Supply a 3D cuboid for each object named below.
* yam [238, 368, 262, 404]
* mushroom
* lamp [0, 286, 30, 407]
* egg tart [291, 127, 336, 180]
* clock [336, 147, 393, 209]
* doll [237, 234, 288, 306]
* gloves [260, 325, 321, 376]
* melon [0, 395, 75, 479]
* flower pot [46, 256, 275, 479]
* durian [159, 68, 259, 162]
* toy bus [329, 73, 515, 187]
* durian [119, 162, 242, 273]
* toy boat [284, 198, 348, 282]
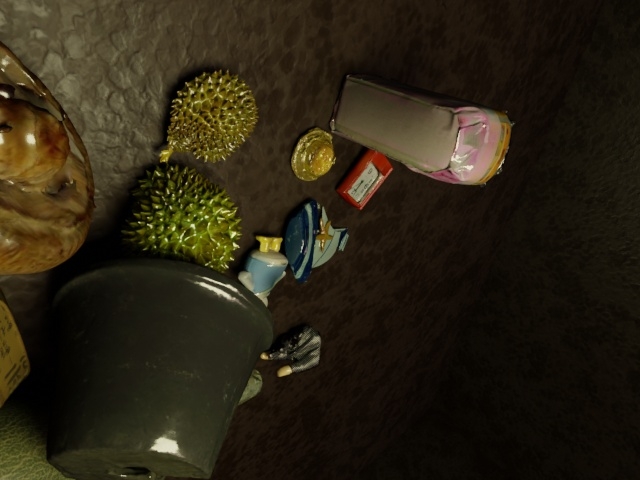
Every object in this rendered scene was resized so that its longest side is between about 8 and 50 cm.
[{"bbox_3d":[-0.261,0.361,0.996,0.133,0.133,0.330,-59,147,3],"label":"yam"},{"bbox_3d":[-0.367,-0.095,0.428,0.194,0.283,0.264,-4,81,-22],"label":"mushroom"},{"bbox_3d":[-0.497,0.148,0.543,0.161,0.161,0.185,-19,127,-40],"label":"lamp"},{"bbox_3d":[-0.009,-0.195,0.930,0.130,0.052,0.131,-26,132,-33],"label":"egg tart"},{"bbox_3d":[0.114,-0.170,1.086,0.155,0.061,0.113,-53,144,1],"label":"clock"},{"bbox_3d":[-0.148,0.105,0.957,0.135,0.098,0.241,-75,-171,-76],"label":"doll"},{"bbox_3d":[-0.094,0.326,1.205,0.180,0.106,0.129,3,116,-19],"label":"gloves"},{"bbox_3d":[-0.513,0.365,0.614,0.238,0.237,0.301,-60,148,5],"label":"melon"},{"bbox_3d":[-0.274,0.229,0.637,0.378,0.251,0.380,1,138,0],"label":"flower pot"},{"bbox_3d":[-0.189,-0.199,0.683,0.208,0.102,0.147,-40,147,-15],"label":"durian"},{"bbox_3d":[0.193,-0.237,0.856,0.162,0.386,0.171,-11,124,-39],"label":"toy bus"},{"bbox_3d":[-0.246,-0.001,0.712,0.199,0.177,0.237,6,125,-29],"label":"durian"},{"bbox_3d":[0.000,0.000,1.089,0.291,0.066,0.221,-6,107,-62],"label":"toy boat"}]
